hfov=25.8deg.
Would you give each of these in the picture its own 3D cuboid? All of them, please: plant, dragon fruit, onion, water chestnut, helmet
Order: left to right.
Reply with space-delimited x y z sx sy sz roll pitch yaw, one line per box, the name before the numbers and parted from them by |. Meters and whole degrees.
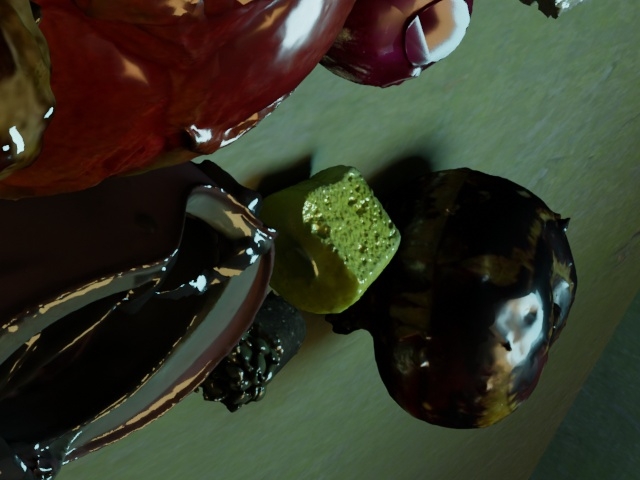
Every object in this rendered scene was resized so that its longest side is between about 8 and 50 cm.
helmet | -0.185 0.025 0.888 0.271 0.197 0.338 -49 168 13
dragon fruit | -0.102 -0.173 0.664 0.277 0.277 0.342 -31 145 -43
plant | -0.076 0.107 1.376 0.092 0.094 0.143 -51 174 34
onion | 0.037 -0.184 1.105 0.198 0.135 0.173 -40 151 -26
water chestnut | 0.137 0.061 1.547 0.300 0.300 0.300 -43 156 -25

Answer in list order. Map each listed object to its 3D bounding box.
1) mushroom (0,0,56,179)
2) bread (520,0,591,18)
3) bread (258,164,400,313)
mushroom | -0.240 -0.122 0.454 0.267 0.255 0.267 -14 107 -52
bread | 0.165 -0.333 1.031 0.183 0.102 0.337 -41 130 -9
bread | 0.000 0.000 1.327 0.111 0.129 0.114 -23 -170 44
